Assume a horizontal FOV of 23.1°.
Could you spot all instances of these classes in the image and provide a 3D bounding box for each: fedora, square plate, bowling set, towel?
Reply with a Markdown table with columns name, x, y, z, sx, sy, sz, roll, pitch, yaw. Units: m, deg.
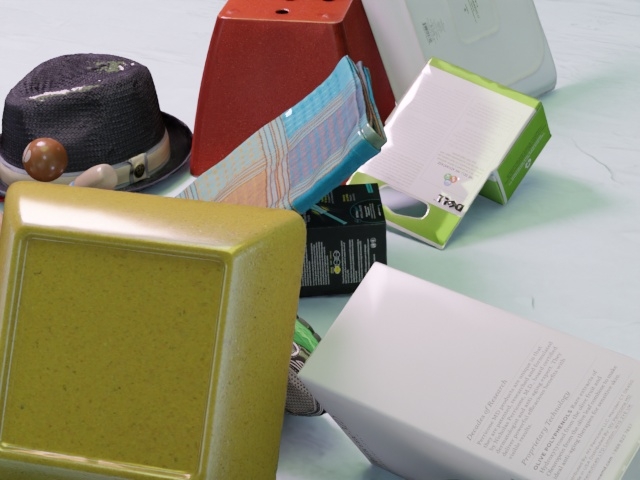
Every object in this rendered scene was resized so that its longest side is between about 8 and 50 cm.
| name | x | y | z | sx | sy | sz | roll | pitch | yaw |
| --- | --- | --- | --- | --- | --- | --- | --- | --- | --- |
| fedora | -0.347 | -0.178 | 2.267 | 0.334 | 0.153 | 0.334 | 0 | 27 | 0 |
| square plate | 0.214 | -0.343 | 2.361 | 0.344 | 0.347 | 0.049 | -28 | 13 | -38 |
| bowling set | -0.323 | -0.024 | 1.936 | 0.154 | 0.200 | 0.287 | -27 | 10 | 28 |
| towel | -0.080 | -0.069 | 1.966 | 0.370 | 0.040 | 0.271 | -37 | 24 | 13 |

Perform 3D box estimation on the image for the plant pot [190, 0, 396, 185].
| name | x | y | z | sx | sy | sz | roll | pitch | yaw |
| --- | --- | --- | --- | --- | --- | --- | --- | --- | --- |
| plant pot | -0.037 | -0.247 | 2.299 | 0.267 | 0.236 | 0.267 | 5 | 30 | 10 |

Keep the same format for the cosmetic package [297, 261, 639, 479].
| name | x | y | z | sx | sy | sz | roll | pitch | yaw |
| --- | --- | --- | --- | --- | --- | --- | --- | --- | --- |
| cosmetic package | 0.183 | 0.175 | 1.510 | 0.365 | 0.197 | 0.155 | 18 | 66 | 41 |

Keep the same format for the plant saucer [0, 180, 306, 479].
| name | x | y | z | sx | sy | sz | roll | pitch | yaw |
| --- | --- | --- | --- | --- | --- | --- | --- | --- | --- |
| plant saucer | -0.199 | 0.115 | 1.571 | 0.332 | 0.333 | 0.081 | 6 | -2 | 14 |

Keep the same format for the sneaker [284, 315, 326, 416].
| name | x | y | z | sx | sy | sz | roll | pitch | yaw |
| --- | --- | --- | --- | --- | --- | --- | --- | --- | --- |
| sneaker | -0.131 | 0.150 | 1.729 | 0.343 | 0.134 | 0.146 | 5 | 35 | 29 |

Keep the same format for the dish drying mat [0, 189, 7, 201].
| name | x | y | z | sx | sy | sz | roll | pitch | yaw |
| --- | --- | --- | --- | --- | --- | --- | --- | --- | --- |
| dish drying mat | -0.467 | -0.064 | 2.224 | 0.083 | 0.008 | 0.032 | -2 | 28 | 0 |

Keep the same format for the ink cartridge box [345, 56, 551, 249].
| name | x | y | z | sx | sy | sz | roll | pitch | yaw |
| --- | --- | --- | --- | --- | --- | --- | --- | --- | --- |
| ink cartridge box | 0.171 | -0.104 | 2.173 | 0.188 | 0.097 | 0.255 | 27 | 74 | 29 |

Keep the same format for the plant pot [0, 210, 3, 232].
| name | x | y | z | sx | sy | sz | roll | pitch | yaw |
| --- | --- | --- | --- | --- | --- | --- | --- | --- | --- |
| plant pot | -0.511 | 0.020 | 1.944 | 0.237 | 0.110 | 0.237 | 8 | 28 | -4 |

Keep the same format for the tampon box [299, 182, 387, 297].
| name | x | y | z | sx | sy | sz | roll | pitch | yaw |
| --- | --- | --- | --- | --- | --- | --- | --- | --- | --- |
| tampon box | 0.000 | 0.000 | 1.989 | 0.161 | 0.101 | 0.120 | -3 | 28 | -2 |
